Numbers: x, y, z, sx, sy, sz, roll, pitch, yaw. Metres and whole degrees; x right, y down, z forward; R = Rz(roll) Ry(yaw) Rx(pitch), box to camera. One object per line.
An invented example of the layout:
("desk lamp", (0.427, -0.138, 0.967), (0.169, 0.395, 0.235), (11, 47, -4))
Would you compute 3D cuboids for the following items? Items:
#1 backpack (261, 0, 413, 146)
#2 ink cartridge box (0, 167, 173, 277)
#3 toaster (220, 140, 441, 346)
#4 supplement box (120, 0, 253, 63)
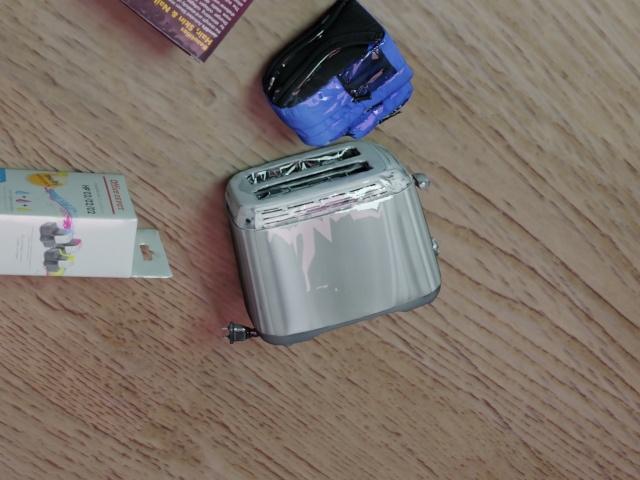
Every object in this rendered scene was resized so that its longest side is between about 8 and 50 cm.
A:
("backpack", (0.016, -0.140, 1.024), (0.120, 0.098, 0.101), (-36, 124, 2))
("ink cartridge box", (-0.225, -0.016, 1.008), (0.181, 0.104, 0.061), (2, 116, -19))
("toaster", (0.000, 0.000, 1.076), (0.227, 0.129, 0.146), (-15, 116, -7))
("supplement box", (-0.086, -0.258, 0.941), (0.104, 0.081, 0.188), (35, 102, -29))
